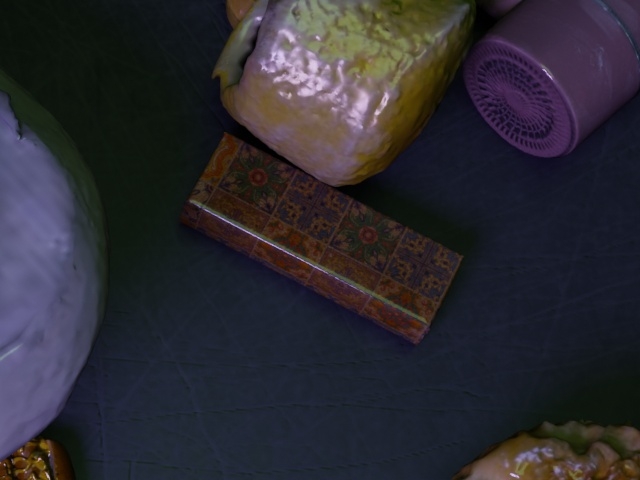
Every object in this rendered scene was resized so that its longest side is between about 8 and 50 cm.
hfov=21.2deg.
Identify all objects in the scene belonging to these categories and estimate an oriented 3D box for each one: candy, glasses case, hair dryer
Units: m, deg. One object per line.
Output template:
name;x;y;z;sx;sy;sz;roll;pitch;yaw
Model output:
candy;-0.336;0.019;1.195;0.427;0.186;0.386;31;60;32
glasses case;0.000;0.000;1.379;0.218;0.049;0.075;28;64;0
hair dryer;0.154;-0.253;1.476;0.352;0.125;0.210;43;67;14

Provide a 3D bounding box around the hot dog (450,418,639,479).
hot dog;0.209;0.315;1.231;0.365;0.196;0.367;42;62;4

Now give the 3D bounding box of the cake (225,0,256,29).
cake;-0.041;-0.205;1.452;0.084;0.044;0.084;4;67;-10

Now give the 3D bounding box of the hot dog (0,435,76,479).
hot dog;-0.206;0.221;1.259;0.071;0.045;0.165;-9;73;-12

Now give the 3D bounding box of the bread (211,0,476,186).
bread;0.022;-0.145;1.352;0.170;0.197;0.197;30;67;-11
